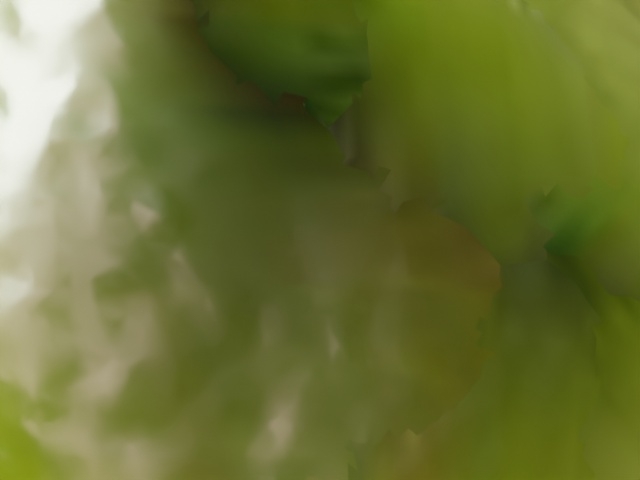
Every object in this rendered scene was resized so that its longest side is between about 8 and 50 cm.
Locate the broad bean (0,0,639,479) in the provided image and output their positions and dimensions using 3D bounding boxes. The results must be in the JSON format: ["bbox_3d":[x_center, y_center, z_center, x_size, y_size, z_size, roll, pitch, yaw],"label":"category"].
[{"bbox_3d":[0.000,0.000,0.398,0.238,0.119,0.291,-30,89,-16],"label":"broad bean"}]
